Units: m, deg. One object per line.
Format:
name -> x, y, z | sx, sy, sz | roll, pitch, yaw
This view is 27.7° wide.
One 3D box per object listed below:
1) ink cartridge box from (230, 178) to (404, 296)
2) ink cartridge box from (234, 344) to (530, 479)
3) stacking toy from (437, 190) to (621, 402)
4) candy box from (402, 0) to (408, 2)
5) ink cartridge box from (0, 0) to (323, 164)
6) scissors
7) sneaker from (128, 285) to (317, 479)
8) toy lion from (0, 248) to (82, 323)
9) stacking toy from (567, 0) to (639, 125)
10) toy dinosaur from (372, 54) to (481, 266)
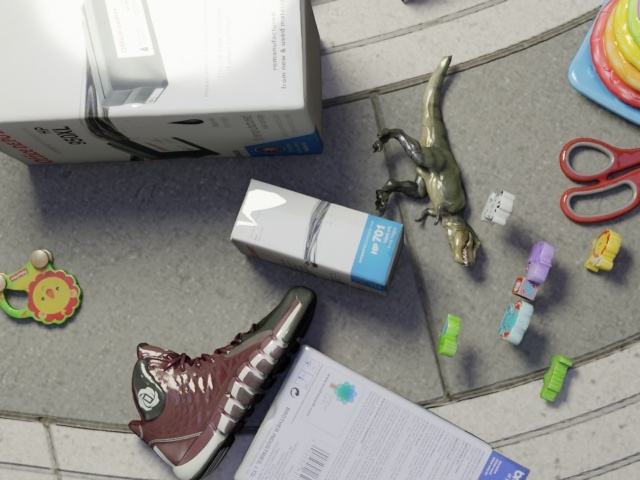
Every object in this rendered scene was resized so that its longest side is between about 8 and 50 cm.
ink cartridge box -> 0.000, 0.000, 1.569 | 0.190, 0.139, 0.082 | 18, 83, 6
ink cartridge box -> 0.074, 0.279, 1.571 | 0.311, 0.065, 0.186 | 27, 86, 9
stacking toy -> 0.251, 0.065, 1.564 | 0.166, 0.052, 0.221 | 22, 85, -13
candy box -> 0.180, -0.422, 1.641 | 0.233, 0.071, 0.159 | -23, 82, 0
ink cartridge box -> -0.202, -0.194, 1.533 | 0.394, 0.285, 0.166 | -2, 84, 4
scissors -> 0.438, -0.099, 1.614 | 0.297, 0.021, 0.109 | -13, 80, 1
sneaker -> -0.137, 0.143, 1.582 | 0.162, 0.106, 0.281 | 34, 87, 10
toy lion -> -0.357, 0.066, 1.643 | 0.100, 0.034, 0.096 | -29, 90, 0
stacking toy -> 0.407, -0.257, 1.488 | 0.165, 0.302, 0.175 | 28, 80, 7
toy dinosaur -> 0.125, -0.092, 1.611 | 0.118, 0.064, 0.268 | -7, 84, -13
